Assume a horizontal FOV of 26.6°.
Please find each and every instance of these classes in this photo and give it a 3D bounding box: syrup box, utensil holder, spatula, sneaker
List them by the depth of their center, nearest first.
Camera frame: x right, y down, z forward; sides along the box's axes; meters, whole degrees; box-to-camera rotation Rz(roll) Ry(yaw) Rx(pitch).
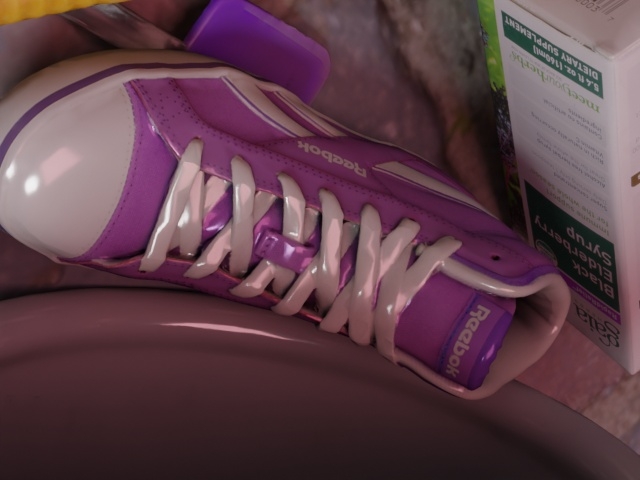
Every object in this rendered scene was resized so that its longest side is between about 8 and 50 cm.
[{"bbox_3d":[-0.111,-0.106,0.578,0.296,0.030,0.084,28,95,-36],"label":"spatula"},{"bbox_3d":[-0.049,0.256,0.582,0.327,0.327,0.385,2,110,-32],"label":"utensil holder"},{"bbox_3d":[0.001,-0.001,0.586,0.282,0.161,0.102,7,113,-40],"label":"sneaker"},{"bbox_3d":[0.155,-0.047,0.688,0.096,0.093,0.237,-34,140,-15],"label":"syrup box"}]

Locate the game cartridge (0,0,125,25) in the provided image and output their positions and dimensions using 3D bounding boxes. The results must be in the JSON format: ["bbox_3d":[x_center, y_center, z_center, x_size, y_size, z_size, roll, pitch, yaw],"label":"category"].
[{"bbox_3d":[-0.036,-0.250,0.536,0.323,0.052,0.285,-19,110,-28],"label":"game cartridge"}]
